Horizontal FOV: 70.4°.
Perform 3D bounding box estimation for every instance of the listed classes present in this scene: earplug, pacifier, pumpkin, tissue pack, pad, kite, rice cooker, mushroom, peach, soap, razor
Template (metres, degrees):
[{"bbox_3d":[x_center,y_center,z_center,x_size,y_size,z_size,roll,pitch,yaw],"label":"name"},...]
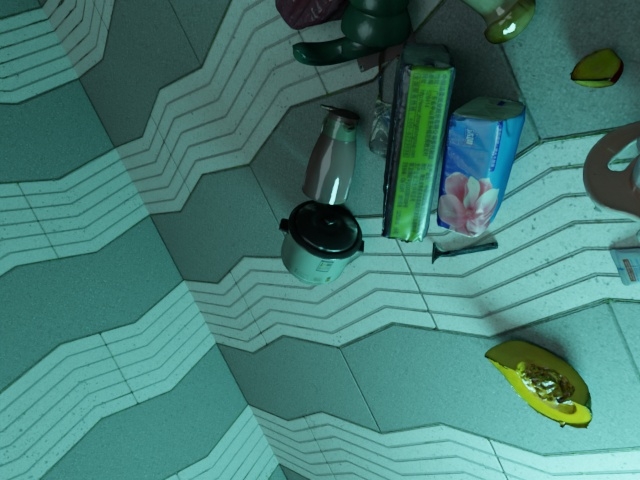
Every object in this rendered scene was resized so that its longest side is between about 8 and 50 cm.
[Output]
[{"bbox_3d":[0.088,-0.522,1.081,0.258,0.164,0.280,24,142,5],"label":"earplug"},{"bbox_3d":[0.633,-0.079,0.793,0.332,0.220,0.273,48,139,34],"label":"pacifier"},{"bbox_3d":[0.584,0.380,1.215,0.279,0.111,0.163,25,144,31],"label":"pumpkin"},{"bbox_3d":[0.219,-0.233,1.061,0.124,0.288,0.394,6,123,7],"label":"tissue pack"},{"bbox_3d":[0.157,-0.517,1.170,0.188,0.006,0.113,-4,109,46],"label":"pad"},{"bbox_3d":[0.362,-0.170,1.025,0.137,0.209,0.269,17,123,27],"label":"tissue pack"},{"bbox_3d":[0.189,-0.359,1.220,0.169,0.015,0.309,16,125,39],"label":"kite"},{"bbox_3d":[0.000,0.000,1.457,0.281,0.241,0.227,17,139,-7],"label":"rice cooker"},{"bbox_3d":[0.296,-0.557,0.926,0.350,0.128,0.128,52,139,2],"label":"mushroom"},{"bbox_3d":[0.534,-0.322,0.874,0.083,0.050,0.077,-37,62,40],"label":"peach"},{"bbox_3d":[0.005,-0.668,1.141,0.325,0.127,0.220,-30,90,50],"label":"soap"},{"bbox_3d":[0.393,0.026,1.241,0.190,0.033,0.066,-13,62,44],"label":"razor"}]

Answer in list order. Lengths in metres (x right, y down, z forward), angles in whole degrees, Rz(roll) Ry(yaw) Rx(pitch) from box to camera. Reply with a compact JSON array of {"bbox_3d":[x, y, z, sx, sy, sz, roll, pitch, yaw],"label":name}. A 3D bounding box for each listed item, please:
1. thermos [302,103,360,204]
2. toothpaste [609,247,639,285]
[{"bbox_3d":[0.035,-0.262,1.353,0.176,0.146,0.265,52,137,48],"label":"thermos"},{"bbox_3d":[0.717,0.042,0.912,0.234,0.057,0.089,-18,98,55],"label":"toothpaste"}]
